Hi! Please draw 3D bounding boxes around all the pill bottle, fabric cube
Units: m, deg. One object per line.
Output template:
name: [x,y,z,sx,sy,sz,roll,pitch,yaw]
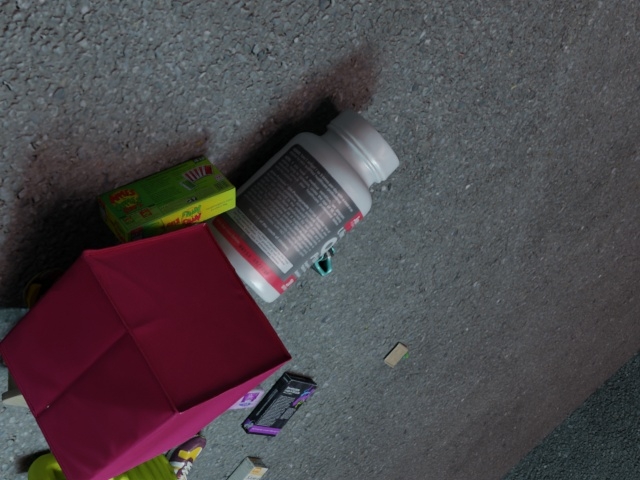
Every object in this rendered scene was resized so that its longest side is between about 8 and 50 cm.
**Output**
pill bottle: [-0.029,-0.064,1.480,0.318,0.176,0.176,-43,147,-3]
fabric cube: [-0.255,0.161,1.300,0.258,0.259,0.254,-41,165,34]

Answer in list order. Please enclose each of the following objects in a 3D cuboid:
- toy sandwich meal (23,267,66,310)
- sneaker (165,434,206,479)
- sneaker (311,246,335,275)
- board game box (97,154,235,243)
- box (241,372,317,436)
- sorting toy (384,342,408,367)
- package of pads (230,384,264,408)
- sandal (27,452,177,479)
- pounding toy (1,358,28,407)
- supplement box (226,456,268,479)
toy sandwich meal: [-0.407,0.079,1.353,0.085,0.029,0.085,-29,144,-24]
sneaker: [-0.296,0.486,1.865,0.185,0.084,0.069,-43,147,-3]
sneaker: [0.000,0.000,1.673,0.065,0.076,0.166,-30,144,-24]
board game box: [-0.228,-0.057,1.345,0.181,0.092,0.043,-25,142,-28]
box: [-0.091,0.370,2.018,0.162,0.029,0.116,-50,148,9]
sorting toy: [0.193,0.289,2.258,0.062,0.012,0.083,-51,144,0]
package of pads: [-0.163,0.326,1.888,0.083,0.032,0.050,7,122,-51]
sandal: [-0.416,0.462,1.689,0.317,0.126,0.138,8,124,-42]
pounding toy: [-0.396,0.217,1.480,0.154,0.155,0.269,-29,145,28]
supplement box: [-0.178,0.558,2.118,0.098,0.036,0.062,-50,147,7]
